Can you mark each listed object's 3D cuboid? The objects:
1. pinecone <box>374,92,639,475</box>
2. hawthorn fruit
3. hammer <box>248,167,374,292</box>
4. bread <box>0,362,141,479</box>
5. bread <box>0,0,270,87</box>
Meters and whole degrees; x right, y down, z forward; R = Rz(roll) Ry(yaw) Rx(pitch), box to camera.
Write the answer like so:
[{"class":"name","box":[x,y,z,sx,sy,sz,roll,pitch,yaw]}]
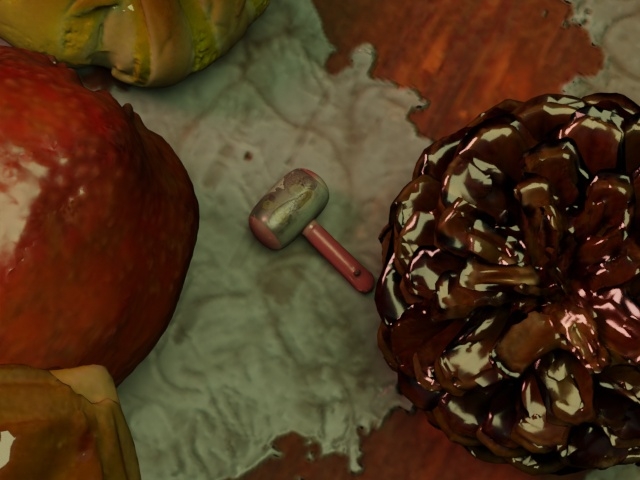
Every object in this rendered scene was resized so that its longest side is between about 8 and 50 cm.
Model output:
[{"class":"pinecone","box":[0.137,0.023,1.029,0.222,0.221,0.221,2,74,-8]},{"class":"hawthorn fruit","box":[-0.186,0.023,0.988,0.205,0.205,0.253,35,83,2]},{"class":"hammer","box":[0.000,0.000,1.107,0.083,0.031,0.052,45,76,-6]},{"class":"bread","box":[-0.214,0.219,0.843,0.278,0.167,0.324,-2,89,-34]},{"class":"bread","box":[-0.121,-0.194,1.102,0.213,0.105,0.213,3,71,-8]}]
